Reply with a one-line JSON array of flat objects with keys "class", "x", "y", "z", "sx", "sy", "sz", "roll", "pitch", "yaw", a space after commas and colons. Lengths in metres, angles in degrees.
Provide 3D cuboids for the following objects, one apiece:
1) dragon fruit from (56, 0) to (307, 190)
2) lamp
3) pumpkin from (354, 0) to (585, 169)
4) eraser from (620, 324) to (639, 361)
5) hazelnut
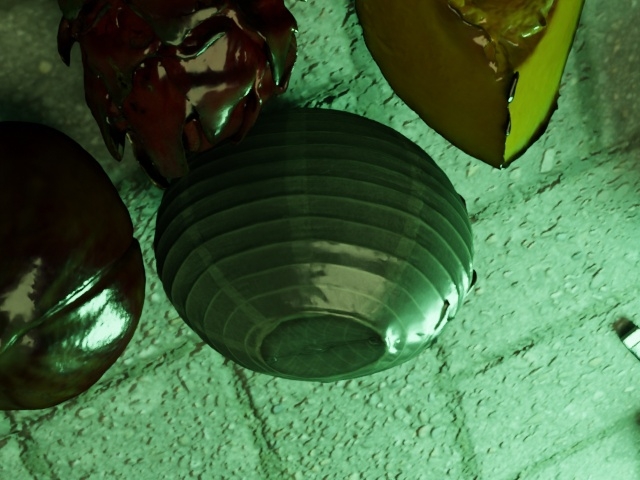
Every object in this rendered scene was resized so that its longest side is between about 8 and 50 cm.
[{"class": "dragon fruit", "x": -0.100, "y": -0.151, "z": 1.058, "sx": 0.182, "sy": 0.182, "sz": 0.188, "roll": -35, "pitch": 128, "yaw": 2}, {"class": "lamp", "x": 0.000, "y": 0.000, "z": 1.191, "sx": 0.265, "sy": 0.233, "sz": 0.233, "roll": 1, "pitch": 128, "yaw": -1}, {"class": "pumpkin", "x": 0.126, "y": -0.227, "z": 1.165, "sx": 0.169, "sy": 0.148, "sz": 0.312, "roll": -53, "pitch": 154, "yaw": -35}, {"class": "eraser", "x": 0.354, "y": 0.121, "z": 1.599, "sx": 0.027, "sy": 0.019, "sz": 0.099, "roll": -41, "pitch": 132, "yaw": 8}, {"class": "hazelnut", "x": -0.235, "y": 0.026, "z": 1.100, "sx": 0.229, "sy": 0.229, "sz": 0.229, "roll": -14, "pitch": 130, "yaw": -17}]
